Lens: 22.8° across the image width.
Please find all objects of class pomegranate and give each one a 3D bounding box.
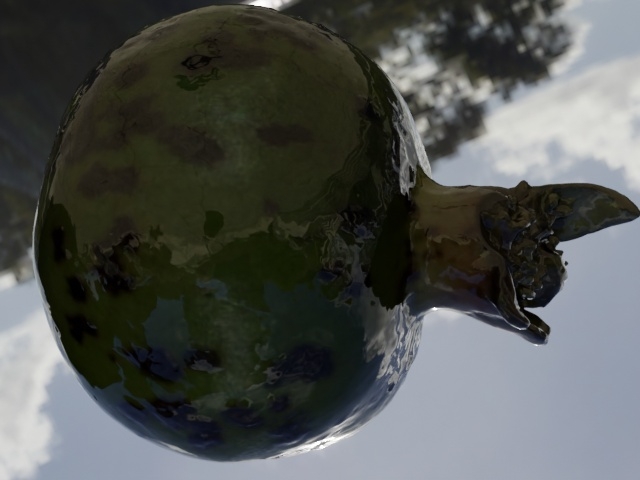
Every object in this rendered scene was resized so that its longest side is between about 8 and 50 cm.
[{"bbox_3d":[0.000,0.000,0.410,0.161,0.122,0.122,2,-165,11],"label":"pomegranate"}]
